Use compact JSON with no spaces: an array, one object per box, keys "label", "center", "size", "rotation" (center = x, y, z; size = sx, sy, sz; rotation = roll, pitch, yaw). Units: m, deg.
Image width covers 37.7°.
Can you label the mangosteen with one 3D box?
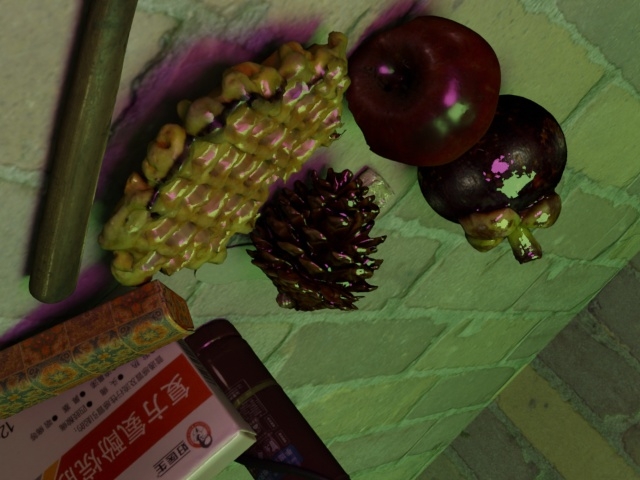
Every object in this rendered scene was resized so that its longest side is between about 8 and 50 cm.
[{"label":"mangosteen","center":[0.229,-0.072,1.186],"size":[0.192,0.217,0.192],"rotation":[-27,180,0]}]

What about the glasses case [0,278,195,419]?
[{"label":"glasses case","center":[-0.238,0.113,0.936],"size":[0.218,0.049,0.075],"rotation":[-25,155,5]}]

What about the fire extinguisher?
[{"label":"fire extinguisher","center":[-0.062,0.262,1.159],"size":[0.105,0.341,0.141],"rotation":[-13,144,-46]}]

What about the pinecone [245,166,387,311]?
[{"label":"pinecone","center":[0.000,0.000,1.063],"size":[0.173,0.173,0.173],"rotation":[-33,154,-18]}]

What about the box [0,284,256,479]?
[{"label":"box","center":[-0.266,0.237,0.977],"size":[0.353,0.214,0.069],"rotation":[-41,157,0]}]

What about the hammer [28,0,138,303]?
[{"label":"hammer","center":[-0.179,-0.105,0.747],"size":[0.168,0.044,0.440],"rotation":[-21,148,-39]}]

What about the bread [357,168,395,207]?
[{"label":"bread","center":[0.051,-0.049,1.181],"size":[0.083,0.035,0.070],"rotation":[-40,154,4]}]

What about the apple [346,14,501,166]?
[{"label":"apple","center":[0.117,-0.151,0.987],"size":[0.158,0.147,0.156],"rotation":[10,103,-61]}]

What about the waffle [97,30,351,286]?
[{"label":"waffle","center":[-0.084,-0.071,0.899],"size":[0.281,0.058,0.301],"rotation":[-21,154,-53]}]

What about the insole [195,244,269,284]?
[{"label":"insole","center":[-0.083,0.029,1.151],"size":[0.065,0.004,0.197],"rotation":[-52,153,22]}]
